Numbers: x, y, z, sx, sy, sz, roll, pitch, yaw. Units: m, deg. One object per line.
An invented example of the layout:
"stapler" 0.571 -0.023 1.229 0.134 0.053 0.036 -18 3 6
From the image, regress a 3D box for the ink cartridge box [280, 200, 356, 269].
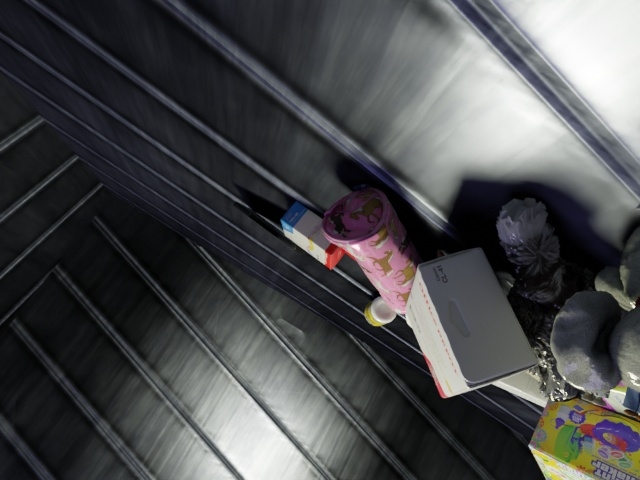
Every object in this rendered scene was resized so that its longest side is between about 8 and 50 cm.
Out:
"ink cartridge box" 0.000 0.000 1.209 0.231 0.078 0.134 36 164 14

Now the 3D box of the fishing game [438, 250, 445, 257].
"fishing game" 0.352 0.129 1.023 0.189 0.041 0.264 59 -179 33

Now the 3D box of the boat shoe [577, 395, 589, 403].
"boat shoe" 0.833 0.522 1.242 0.303 0.109 0.094 57 -165 -11

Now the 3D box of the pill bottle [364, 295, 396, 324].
"pill bottle" 0.232 0.284 1.631 0.103 0.103 0.184 29 162 4

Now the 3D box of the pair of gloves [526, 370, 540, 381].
"pair of gloves" 0.647 0.351 1.220 0.204 0.042 0.240 35 159 24

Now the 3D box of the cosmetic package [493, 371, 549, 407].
"cosmetic package" 0.664 0.450 1.368 0.230 0.118 0.085 20 159 34

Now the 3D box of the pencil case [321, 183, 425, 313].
"pencil case" 0.156 0.039 0.986 0.159 0.167 0.386 -21 137 22

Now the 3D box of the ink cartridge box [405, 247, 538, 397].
"ink cartridge box" 0.277 0.181 0.827 0.306 0.131 0.226 77 175 -66

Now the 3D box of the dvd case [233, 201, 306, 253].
"dvd case" -0.164 -0.039 1.380 0.252 0.022 0.180 36 180 11

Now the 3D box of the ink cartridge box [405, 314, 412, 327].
"ink cartridge box" 0.386 0.293 1.495 0.180 0.056 0.224 10 156 47

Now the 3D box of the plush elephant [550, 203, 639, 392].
"plush elephant" 0.458 0.106 0.505 0.330 0.256 0.271 38 161 -23

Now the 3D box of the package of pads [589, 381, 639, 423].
"package of pads" 0.772 0.363 0.955 0.229 0.101 0.296 42 157 -24

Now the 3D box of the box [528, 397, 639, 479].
"box" 0.740 0.576 1.055 0.289 0.177 0.279 13 148 47

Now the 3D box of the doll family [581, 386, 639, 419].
"doll family" 0.645 0.277 0.858 0.118 0.164 0.262 14 177 -31

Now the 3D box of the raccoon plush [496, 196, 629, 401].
"raccoon plush" 0.411 0.097 0.827 0.447 0.215 0.299 68 168 -13
